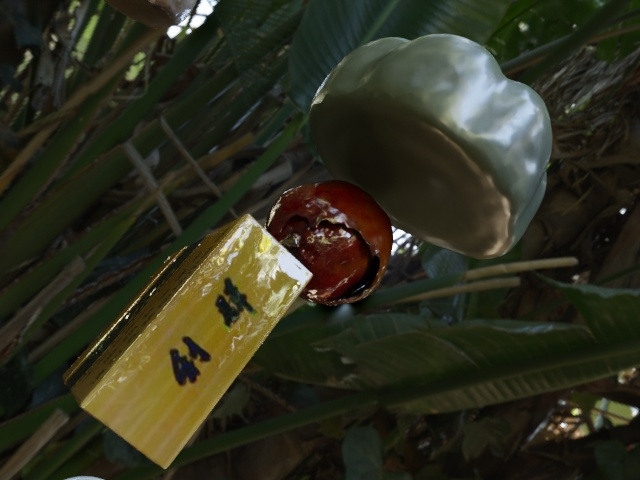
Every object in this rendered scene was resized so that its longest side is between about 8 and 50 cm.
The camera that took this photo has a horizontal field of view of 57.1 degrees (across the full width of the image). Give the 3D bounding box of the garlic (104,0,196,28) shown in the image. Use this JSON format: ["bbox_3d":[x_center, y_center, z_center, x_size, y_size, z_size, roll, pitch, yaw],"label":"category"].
[{"bbox_3d":[-0.165,-0.253,0.537,0.101,0.087,0.195,4,-1,15],"label":"garlic"}]

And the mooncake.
[{"bbox_3d":[0.123,-0.105,0.649,0.274,0.135,0.275,34,-19,13],"label":"mooncake"}]

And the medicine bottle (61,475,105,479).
[{"bbox_3d":[-0.292,0.387,0.695,0.143,0.143,0.258,42,-43,15],"label":"medicine bottle"}]

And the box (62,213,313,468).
[{"bbox_3d":[-0.117,0.073,0.455,0.070,0.152,0.237,44,-23,-16],"label":"box"}]

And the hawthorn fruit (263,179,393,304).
[{"bbox_3d":[0.000,0.000,0.642,0.148,0.148,0.172,39,9,23],"label":"hawthorn fruit"}]
